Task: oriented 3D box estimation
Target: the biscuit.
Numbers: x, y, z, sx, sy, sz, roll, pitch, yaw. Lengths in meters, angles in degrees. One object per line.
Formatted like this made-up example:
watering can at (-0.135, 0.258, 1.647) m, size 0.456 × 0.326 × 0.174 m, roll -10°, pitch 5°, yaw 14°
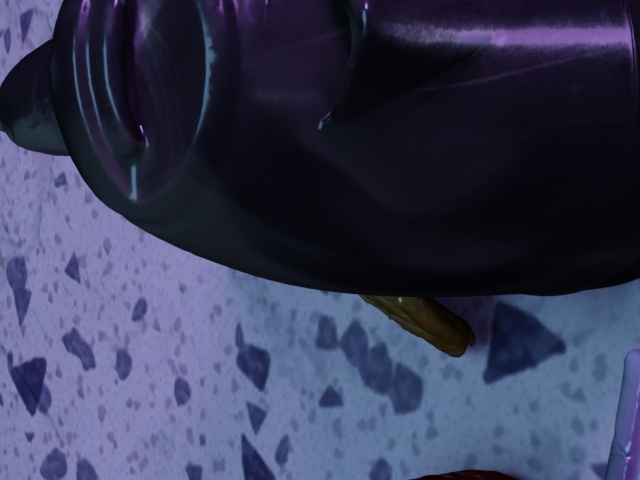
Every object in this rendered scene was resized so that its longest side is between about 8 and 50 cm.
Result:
biscuit at (0.000, 0.000, 0.947) m, size 0.029 × 0.118 × 0.247 m, roll -53°, pitch 47°, yaw -1°

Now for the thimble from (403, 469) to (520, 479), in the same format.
thimble at (0.070, 0.228, 0.859) m, size 0.163 × 0.125 × 0.190 m, roll -16°, pitch 79°, yaw 47°

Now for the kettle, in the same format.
kettle at (-0.005, -0.079, 0.775) m, size 0.321 × 0.324 × 0.228 m, roll -2°, pitch 90°, yaw 50°

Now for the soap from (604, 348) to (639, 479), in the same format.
soap at (0.192, 0.136, 0.759) m, size 0.100 × 0.056 × 0.149 m, roll 20°, pitch 106°, yaw 50°
